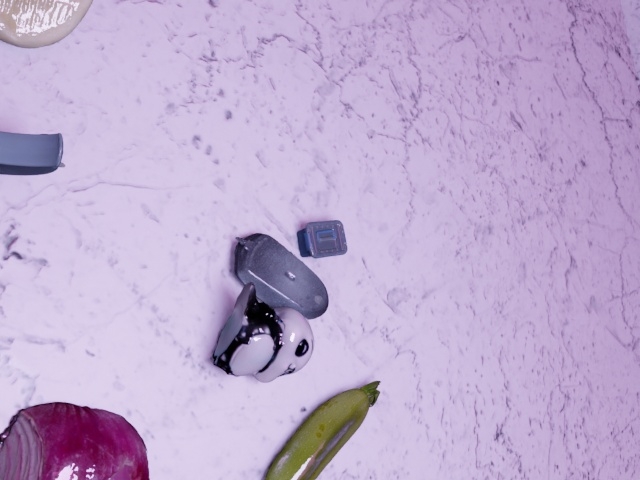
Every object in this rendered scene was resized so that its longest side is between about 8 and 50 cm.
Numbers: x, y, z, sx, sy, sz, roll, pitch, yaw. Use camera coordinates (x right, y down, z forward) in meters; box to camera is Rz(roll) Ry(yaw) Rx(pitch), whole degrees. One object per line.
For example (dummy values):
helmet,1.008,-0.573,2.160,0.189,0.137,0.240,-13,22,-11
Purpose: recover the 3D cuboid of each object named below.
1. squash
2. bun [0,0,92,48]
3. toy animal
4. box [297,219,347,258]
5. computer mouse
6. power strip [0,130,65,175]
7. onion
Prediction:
squash,0.008,0.369,1.278,0.341,0.094,0.094,-41,105,-33
bun,-0.478,-0.426,1.062,0.229,0.145,0.229,-23,128,-34
toy animal,-0.091,0.174,1.203,0.179,0.166,0.138,24,30,-31
box,0.000,0.000,1.376,0.099,0.054,0.074,-6,85,-38
computer mouse,-0.085,0.073,1.288,0.229,0.068,0.113,39,51,-13
power strip,-0.487,-0.137,0.963,0.253,0.167,0.054,9,81,-39
onion,-0.356,0.372,0.986,0.247,0.111,0.250,22,66,-30
